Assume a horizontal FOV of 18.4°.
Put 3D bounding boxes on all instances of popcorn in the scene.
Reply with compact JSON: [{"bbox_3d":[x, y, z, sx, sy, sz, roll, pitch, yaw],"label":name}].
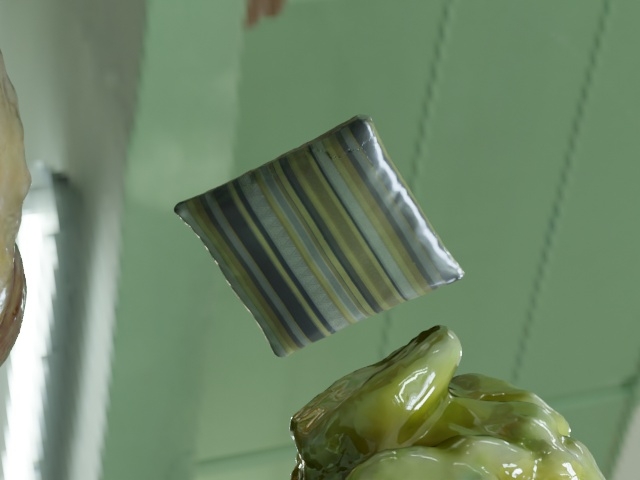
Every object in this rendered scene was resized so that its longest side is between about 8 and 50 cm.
[{"bbox_3d":[0.057,0.232,1.250,0.293,0.292,0.334,55,-42,-2],"label":"popcorn"}]

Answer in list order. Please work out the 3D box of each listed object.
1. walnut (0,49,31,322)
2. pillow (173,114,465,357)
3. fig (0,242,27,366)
[{"bbox_3d":[-0.247,-0.022,0.957,0.238,0.141,0.204,26,-69,51],"label":"walnut"},{"bbox_3d":[0.000,0.000,1.904,0.208,0.212,0.052,57,15,-29],"label":"pillow"},{"bbox_3d":[-0.375,0.116,1.813,0.217,0.217,0.320,114,-23,-55],"label":"fig"}]
